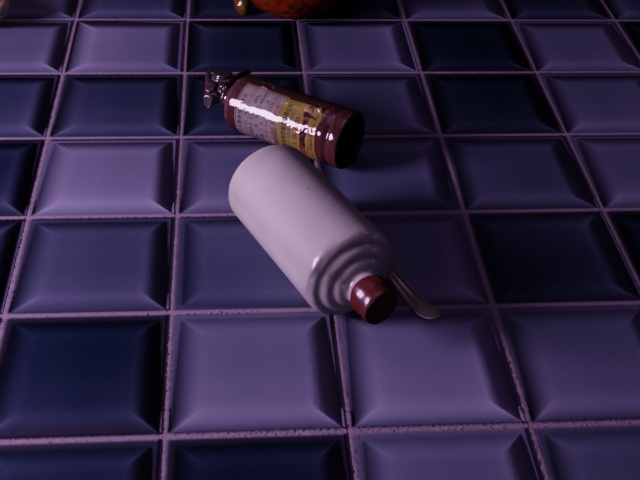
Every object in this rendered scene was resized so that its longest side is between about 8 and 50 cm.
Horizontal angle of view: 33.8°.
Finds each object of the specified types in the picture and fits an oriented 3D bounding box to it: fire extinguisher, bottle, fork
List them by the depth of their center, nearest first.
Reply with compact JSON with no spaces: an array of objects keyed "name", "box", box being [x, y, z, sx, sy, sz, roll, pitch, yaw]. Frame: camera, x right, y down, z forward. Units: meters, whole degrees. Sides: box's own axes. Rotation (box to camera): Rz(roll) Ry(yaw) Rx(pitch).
[{"name":"bottle","box":[0.000,0.000,1.094,0.104,0.104,0.245,-18,41,-25]},{"name":"fork","box":[0.060,0.018,1.133,0.034,0.028,0.219,-15,41,-27]},{"name":"fire extinguisher","box":[-0.061,-0.163,1.337,0.252,0.075,0.106,21,14,24]}]

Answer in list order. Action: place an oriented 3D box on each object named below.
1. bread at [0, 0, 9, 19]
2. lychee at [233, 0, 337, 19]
[{"name":"bread","box":[-0.547,-0.355,1.558,0.214,0.053,0.073,21,37,26]},{"name":"lychee","box":[-0.053,-0.453,1.578,0.300,0.255,0.255,-27,35,16]}]
